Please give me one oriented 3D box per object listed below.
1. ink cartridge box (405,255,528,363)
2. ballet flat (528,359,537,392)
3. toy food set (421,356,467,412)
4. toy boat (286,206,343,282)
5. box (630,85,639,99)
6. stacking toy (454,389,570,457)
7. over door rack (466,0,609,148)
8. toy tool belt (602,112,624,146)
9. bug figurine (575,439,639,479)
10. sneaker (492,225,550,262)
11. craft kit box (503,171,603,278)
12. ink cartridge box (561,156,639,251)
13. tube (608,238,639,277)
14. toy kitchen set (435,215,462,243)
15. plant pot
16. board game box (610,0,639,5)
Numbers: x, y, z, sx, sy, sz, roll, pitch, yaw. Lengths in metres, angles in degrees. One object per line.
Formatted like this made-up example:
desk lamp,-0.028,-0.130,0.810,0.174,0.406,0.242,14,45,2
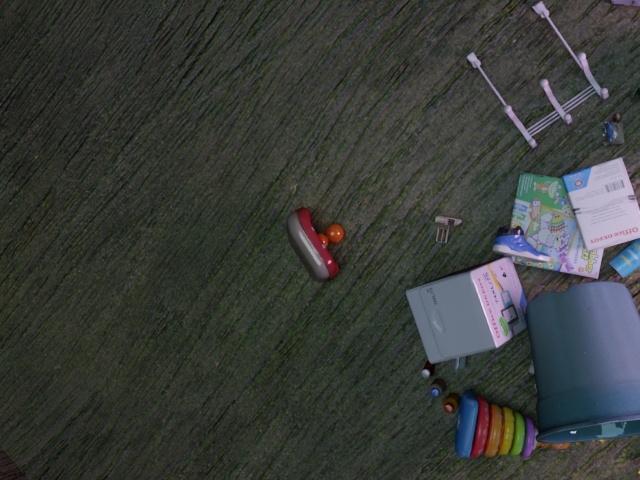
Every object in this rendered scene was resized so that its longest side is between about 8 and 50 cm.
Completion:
ink cartridge box,0.392,0.175,1.722,0.197,0.270,0.198,-21,85,37
ballet flat,0.608,0.368,1.785,0.077,0.077,0.231,-22,86,42
toy food set,0.346,0.358,1.854,0.111,0.104,0.232,7,94,19
toy boat,0.000,0.000,1.964,0.151,0.151,0.231,-31,81,-13
box,0.865,-0.402,1.648,0.179,0.105,0.043,-32,79,18
stacking toy,0.524,0.522,1.791,0.301,0.175,0.166,9,90,5
over door rack,0.566,-0.443,1.751,0.239,0.108,0.324,-35,80,16
toy tool belt,0.758,-0.288,1.718,0.051,0.052,0.083,-6,89,11
bug figurine,0.811,0.512,1.714,0.279,0.072,0.216,40,97,19
sneaker,0.537,0.006,1.745,0.152,0.058,0.085,13,81,6
craft kit box,0.636,-0.042,1.769,0.246,0.061,0.250,10,95,16
ink cartridge box,0.712,-0.089,1.666,0.148,0.086,0.203,-18,87,19
tube,0.843,0.011,1.701,0.207,0.052,0.080,-43,66,13
toy kitchen set,0.357,-0.028,1.849,0.068,0.083,0.075,10,95,19
plant pot,0.661,0.296,1.608,0.341,0.341,0.334,-15,65,19
board game box,0.821,-0.739,1.633,0.142,0.144,0.276,11,95,19
